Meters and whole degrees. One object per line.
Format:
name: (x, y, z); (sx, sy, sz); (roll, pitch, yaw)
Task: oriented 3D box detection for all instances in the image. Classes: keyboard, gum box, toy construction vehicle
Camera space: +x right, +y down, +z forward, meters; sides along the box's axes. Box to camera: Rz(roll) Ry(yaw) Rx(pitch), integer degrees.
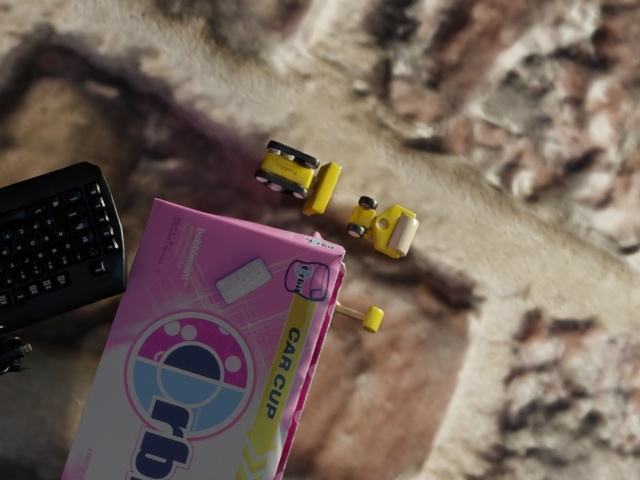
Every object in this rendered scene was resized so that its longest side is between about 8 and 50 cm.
keyboard: (-0.192, 0.031, 1.040); (0.192, 0.038, 0.100); (-20, 86, 3)
gum box: (-0.062, 0.075, 1.074); (0.107, 0.062, 0.188); (17, 80, 4)
toy construction vehicle: (0.000, 0.000, 1.145); (0.098, 0.035, 0.086); (21, 74, -5)
